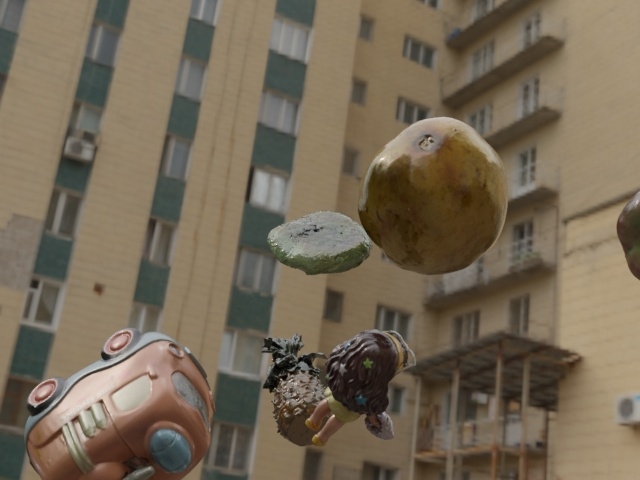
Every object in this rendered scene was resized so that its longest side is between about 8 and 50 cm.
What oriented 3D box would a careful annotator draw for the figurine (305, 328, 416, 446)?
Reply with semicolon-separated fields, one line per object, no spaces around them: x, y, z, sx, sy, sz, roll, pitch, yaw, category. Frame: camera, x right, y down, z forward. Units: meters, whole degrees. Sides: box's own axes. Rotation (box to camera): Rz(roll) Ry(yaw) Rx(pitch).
0.059;0.249;1.587;0.116;0.174;0.240;1;-49;-35;figurine

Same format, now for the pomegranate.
0.191;-0.068;1.574;0.260;0.260;0.260;6;-20;2;pomegranate

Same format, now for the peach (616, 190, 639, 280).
0.494;-0.011;1.289;0.152;0.152;0.152;6;-20;2;peach

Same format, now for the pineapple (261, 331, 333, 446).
-0.054;0.336;2.256;0.170;0.310;0.141;-21;-48;0;pineapple

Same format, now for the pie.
0.000;0.000;1.660;0.187;0.187;0.041;5;-58;6;pie

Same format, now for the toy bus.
-0.289;0.284;1.387;0.194;0.288;0.232;61;-7;-29;toy bus
